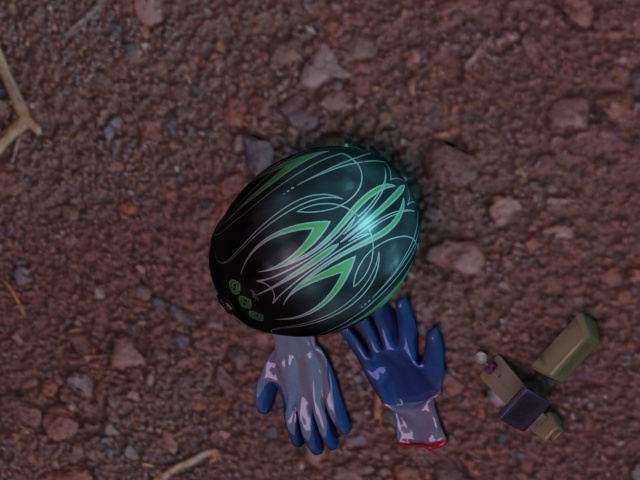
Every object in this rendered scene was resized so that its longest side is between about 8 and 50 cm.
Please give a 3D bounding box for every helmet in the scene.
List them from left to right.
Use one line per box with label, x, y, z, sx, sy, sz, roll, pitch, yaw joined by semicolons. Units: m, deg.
helmet;0.000;0.000;1.527;0.161;0.169;0.169;-25;103;47

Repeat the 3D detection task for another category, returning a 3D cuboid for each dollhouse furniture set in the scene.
dollhouse furniture set;0.196;0.103;1.575;0.114;0.091;0.081;-49;47;10

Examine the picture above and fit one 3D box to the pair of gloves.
pair of gloves;0.024;0.126;1.647;0.198;0.023;0.159;-6;111;24
